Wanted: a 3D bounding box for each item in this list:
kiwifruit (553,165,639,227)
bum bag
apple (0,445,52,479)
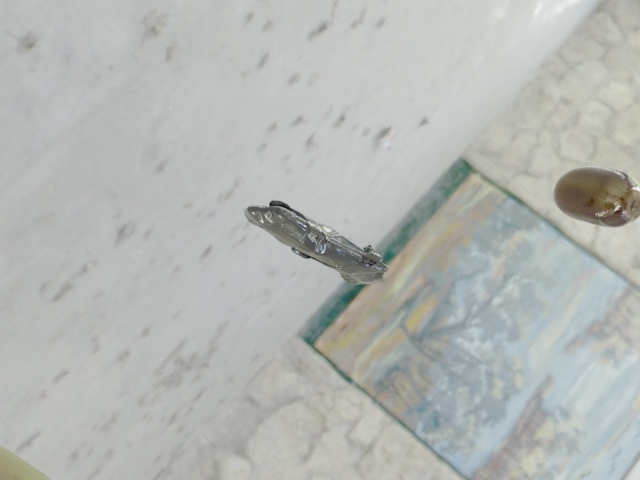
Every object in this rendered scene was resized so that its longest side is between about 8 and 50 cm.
[{"bbox_3d":[0.332,-0.053,1.088,0.075,0.075,0.124,-48,-158,-11],"label":"kiwifruit"},{"bbox_3d":[0.000,0.000,1.090,0.087,0.197,0.049,-9,-125,62],"label":"bum bag"},{"bbox_3d":[-0.251,0.286,0.578,0.305,0.338,0.338,-50,170,-37],"label":"apple"}]
